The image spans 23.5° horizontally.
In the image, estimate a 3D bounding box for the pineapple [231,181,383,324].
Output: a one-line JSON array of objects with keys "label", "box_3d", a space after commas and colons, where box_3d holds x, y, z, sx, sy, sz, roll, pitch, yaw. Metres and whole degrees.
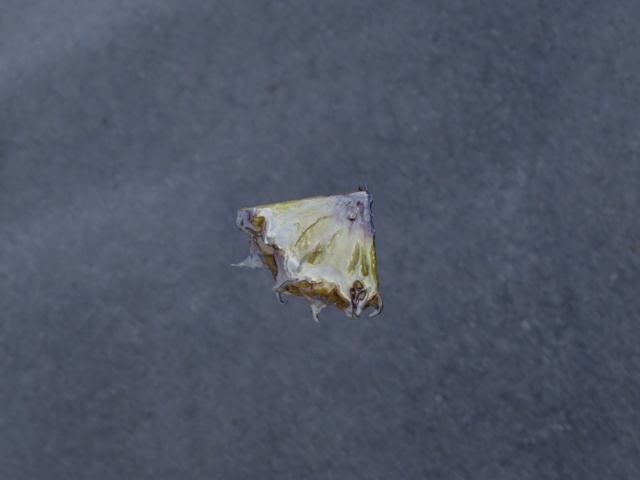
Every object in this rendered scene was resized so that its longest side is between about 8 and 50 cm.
[{"label": "pineapple", "box_3d": [0.000, 0.000, 1.237, 0.116, 0.137, 0.069, -56, 18, -8]}]
